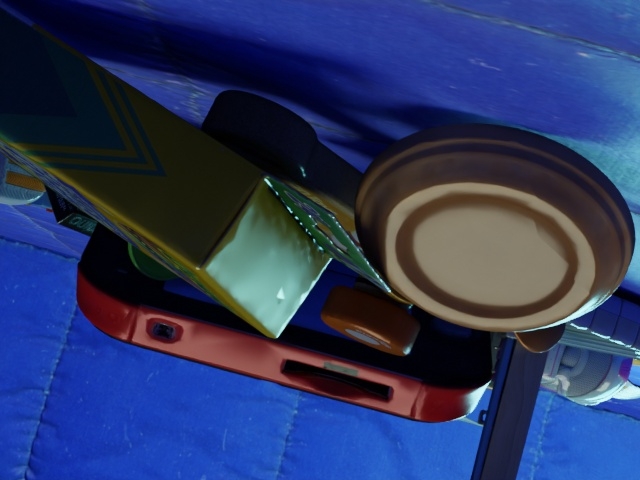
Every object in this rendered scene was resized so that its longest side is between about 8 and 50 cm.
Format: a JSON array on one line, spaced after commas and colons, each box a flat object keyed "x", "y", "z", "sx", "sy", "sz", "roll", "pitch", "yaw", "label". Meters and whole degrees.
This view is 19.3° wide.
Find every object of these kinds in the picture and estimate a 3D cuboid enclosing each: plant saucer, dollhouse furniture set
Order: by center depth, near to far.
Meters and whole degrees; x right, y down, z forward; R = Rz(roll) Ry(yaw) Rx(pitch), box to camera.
[{"x": 0.119, "y": 0.001, "z": 1.321, "sx": 0.200, "sy": 0.037, "sz": 0.200, "roll": 10, "pitch": 139, "yaw": 9, "label": "plant saucer"}, {"x": 0.069, "y": 0.160, "z": 2.026, "sx": 0.303, "sy": 0.198, "sz": 0.286, "roll": 15, "pitch": 177, "yaw": 2, "label": "dollhouse furniture set"}]

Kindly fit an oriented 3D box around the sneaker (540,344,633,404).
[{"x": 0.271, "y": 0.138, "z": 2.349, "sx": 0.252, "sy": 0.103, "sz": 0.111, "roll": 10, "pitch": 173, "yaw": 43, "label": "sneaker"}]

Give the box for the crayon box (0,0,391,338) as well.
[{"x": -0.119, "y": -0.041, "z": 1.327, "sx": 0.323, "sy": 0.083, "sz": 0.203, "roll": 32, "pitch": 173, "yaw": 20, "label": "crayon box"}]

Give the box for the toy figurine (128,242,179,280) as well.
[{"x": -0.121, "y": -0.031, "z": 1.732, "sx": 0.173, "sy": 0.130, "sz": 0.159, "roll": -21, "pitch": -159, "yaw": -19, "label": "toy figurine"}]

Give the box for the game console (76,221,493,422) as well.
[{"x": -0.025, "y": 0.036, "z": 1.797, "sx": 0.387, "sy": 0.060, "sz": 0.342, "roll": 16, "pitch": -154, "yaw": -2, "label": "game console"}]

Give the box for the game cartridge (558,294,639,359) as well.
[{"x": 0.215, "y": 0.066, "z": 2.073, "sx": 0.230, "sy": 0.068, "sz": 0.355, "roll": 26, "pitch": 169, "yaw": -40, "label": "game cartridge"}]

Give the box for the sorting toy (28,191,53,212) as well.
[{"x": -0.346, "y": -0.058, "z": 2.462, "sx": 0.196, "sy": 0.047, "sz": 0.348, "roll": 21, "pitch": 173, "yaw": -38, "label": "sorting toy"}]

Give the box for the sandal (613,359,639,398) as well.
[{"x": 0.393, "y": 0.169, "z": 2.432, "sx": 0.102, "sy": 0.076, "sz": 0.265, "roll": 17, "pitch": 174, "yaw": -11, "label": "sandal"}]

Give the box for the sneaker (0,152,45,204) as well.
[{"x": -0.430, "y": -0.107, "z": 1.877, "sx": 0.180, "sy": 0.124, "sz": 0.321, "roll": 10, "pitch": 172, "yaw": 37, "label": "sneaker"}]

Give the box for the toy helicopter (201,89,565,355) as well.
[{"x": 0.047, "y": -0.015, "z": 1.449, "sx": 0.235, "sy": 0.140, "sz": 0.355, "roll": 16, "pitch": 166, "yaw": 44, "label": "toy helicopter"}]

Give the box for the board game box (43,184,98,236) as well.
[{"x": -0.223, "y": -0.052, "z": 1.910, "sx": 0.026, "sy": 0.126, "sz": 0.186, "roll": -32, "pitch": 154, "yaw": 18, "label": "board game box"}]

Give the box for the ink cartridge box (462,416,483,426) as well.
[{"x": 0.062, "y": 0.170, "z": 2.523, "sx": 0.333, "sy": 0.065, "sz": 0.165, "roll": 21, "pitch": 173, "yaw": -25, "label": "ink cartridge box"}]
